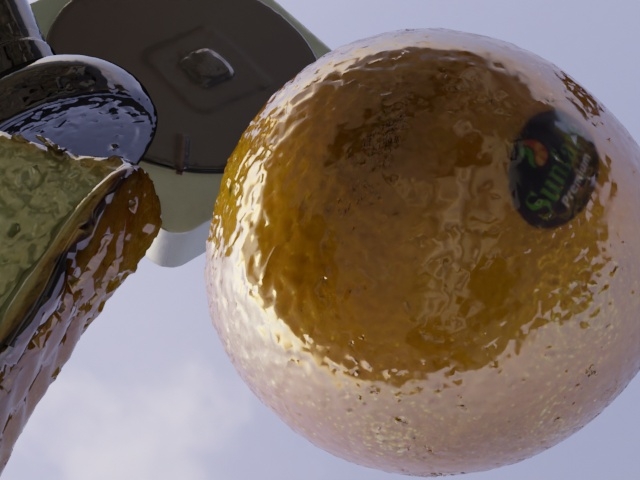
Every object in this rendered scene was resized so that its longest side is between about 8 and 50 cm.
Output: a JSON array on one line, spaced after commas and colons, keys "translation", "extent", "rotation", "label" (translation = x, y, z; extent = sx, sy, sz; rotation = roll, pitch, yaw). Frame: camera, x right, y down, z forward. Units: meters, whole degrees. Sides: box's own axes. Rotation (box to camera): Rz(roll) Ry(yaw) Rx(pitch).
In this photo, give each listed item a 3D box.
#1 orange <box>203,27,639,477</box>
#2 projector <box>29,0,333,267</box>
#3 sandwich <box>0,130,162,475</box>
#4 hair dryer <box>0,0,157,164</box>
[{"translation": [0.070, 0.009, 0.894], "extent": [0.274, 0.274, 0.274], "rotation": [-10, -124, 15], "label": "orange"}, {"translation": [-0.116, -0.117, 1.240], "extent": [0.257, 0.079, 0.259], "rotation": [43, -130, 20], "label": "projector"}, {"translation": [-0.235, 0.019, 0.724], "extent": [0.251, 0.087, 0.226], "rotation": [18, -126, 17], "label": "sandwich"}, {"translation": [-0.315, -0.145, 1.053], "extent": [0.284, 0.156, 0.320], "rotation": [-26, -110, -29], "label": "hair dryer"}]
